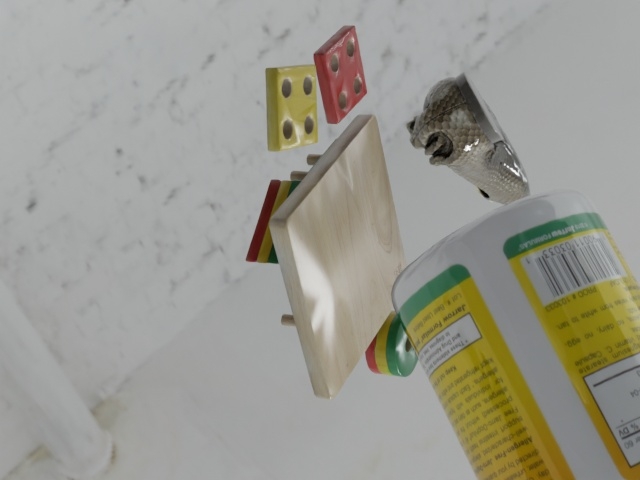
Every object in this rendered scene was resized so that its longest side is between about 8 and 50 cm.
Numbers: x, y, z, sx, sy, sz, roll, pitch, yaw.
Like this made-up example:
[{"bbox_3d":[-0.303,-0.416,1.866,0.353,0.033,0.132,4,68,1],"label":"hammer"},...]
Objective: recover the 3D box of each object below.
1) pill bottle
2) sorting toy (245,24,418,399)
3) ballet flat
[{"bbox_3d":[0.128,0.090,0.599,0.117,0.117,0.208,-25,-107,-3],"label":"pill bottle"},{"bbox_3d":[0.000,0.000,0.765,0.046,0.275,0.132,5,-144,27],"label":"sorting toy"},{"bbox_3d":[0.114,-0.068,0.923,0.058,0.250,0.084,-30,-103,11],"label":"ballet flat"}]
